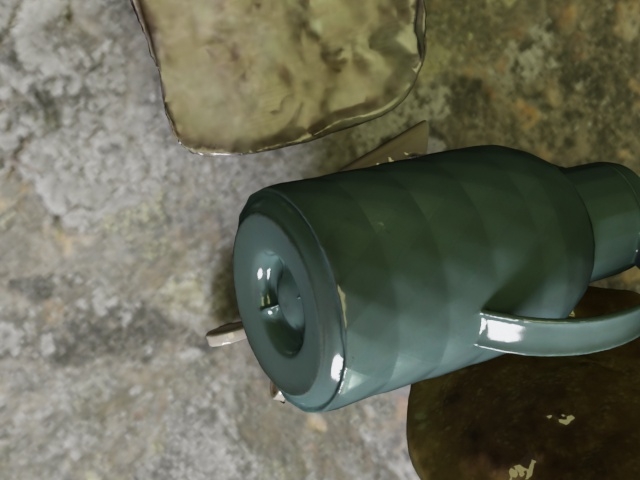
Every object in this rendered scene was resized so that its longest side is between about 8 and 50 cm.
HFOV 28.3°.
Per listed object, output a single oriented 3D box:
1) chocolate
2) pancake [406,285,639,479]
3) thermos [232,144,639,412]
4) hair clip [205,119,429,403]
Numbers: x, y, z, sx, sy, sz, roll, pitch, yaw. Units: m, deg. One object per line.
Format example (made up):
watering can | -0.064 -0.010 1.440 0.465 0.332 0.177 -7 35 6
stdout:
chocolate | -0.043 -0.213 0.835 0.185 0.100 0.303 -15 95 -2
pancake | 0.170 0.110 0.854 0.242 0.242 0.050 -35 139 -9
thermos | 0.102 0.016 0.828 0.286 0.182 0.145 -13 127 -26
hair clip | 0.000 0.000 0.896 0.072 0.034 0.226 32 86 -13
